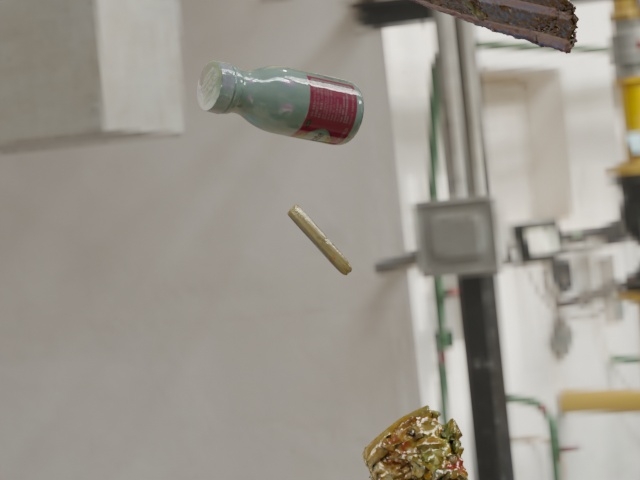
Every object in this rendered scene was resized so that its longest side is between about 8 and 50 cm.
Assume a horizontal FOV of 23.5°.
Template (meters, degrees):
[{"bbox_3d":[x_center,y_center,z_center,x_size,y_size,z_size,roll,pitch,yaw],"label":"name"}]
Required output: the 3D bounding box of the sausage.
[{"bbox_3d":[0.000,0.000,2.329,0.024,0.132,0.024,-42,-5,-4],"label":"sausage"}]

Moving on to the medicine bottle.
[{"bbox_3d":[-0.053,-0.184,2.019,0.216,0.090,0.090,9,-6,-32],"label":"medicine bottle"}]

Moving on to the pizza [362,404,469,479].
[{"bbox_3d":[0.150,0.342,2.167,0.147,0.226,0.069,-17,-30,-5],"label":"pizza"}]

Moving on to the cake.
[{"bbox_3d":[0.187,-0.318,1.823,0.295,0.113,0.116,31,-15,28],"label":"cake"}]
